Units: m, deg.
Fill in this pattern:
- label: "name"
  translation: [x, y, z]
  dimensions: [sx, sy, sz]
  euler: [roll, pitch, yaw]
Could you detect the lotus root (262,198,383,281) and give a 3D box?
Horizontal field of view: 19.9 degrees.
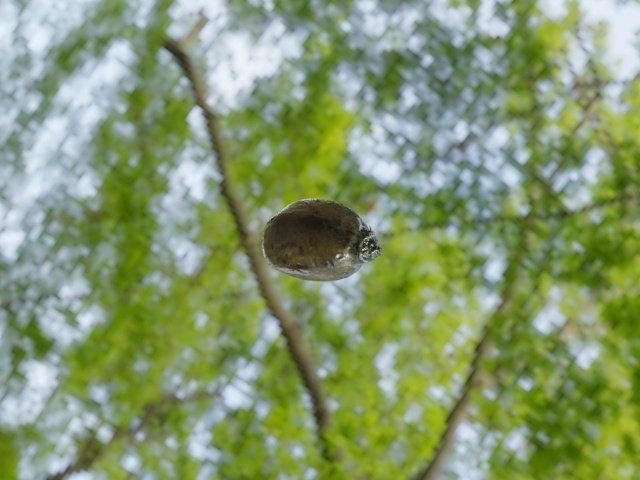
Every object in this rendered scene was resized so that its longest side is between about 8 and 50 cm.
- label: "lotus root"
  translation: [0.000, 0.000, 1.216]
  dimensions: [0.099, 0.049, 0.054]
  euler: [4, -117, 46]
